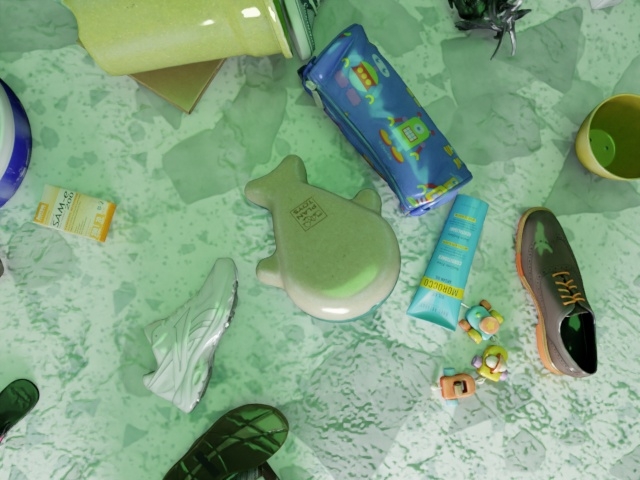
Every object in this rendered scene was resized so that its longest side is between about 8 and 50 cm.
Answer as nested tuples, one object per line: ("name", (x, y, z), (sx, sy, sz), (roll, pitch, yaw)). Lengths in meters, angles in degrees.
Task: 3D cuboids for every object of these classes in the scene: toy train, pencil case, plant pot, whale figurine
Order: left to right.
("plant pot", (-0.198, -0.346, 0.796), (0.254, 0.276, 0.276), (-17, 88, 5))
("whale figurine", (0.000, 0.000, 0.880), (0.216, 0.141, 0.272), (-37, 66, -7))
("pencil case", (0.093, -0.174, 0.887), (0.133, 0.119, 0.306), (-38, 91, -24))
("toy train", (0.235, 0.174, 0.918), (0.125, 0.046, 0.166), (-1, 87, -6))
("plant pot", (0.462, -0.155, 0.938), (0.134, 0.095, 0.134), (0, 87, -6))

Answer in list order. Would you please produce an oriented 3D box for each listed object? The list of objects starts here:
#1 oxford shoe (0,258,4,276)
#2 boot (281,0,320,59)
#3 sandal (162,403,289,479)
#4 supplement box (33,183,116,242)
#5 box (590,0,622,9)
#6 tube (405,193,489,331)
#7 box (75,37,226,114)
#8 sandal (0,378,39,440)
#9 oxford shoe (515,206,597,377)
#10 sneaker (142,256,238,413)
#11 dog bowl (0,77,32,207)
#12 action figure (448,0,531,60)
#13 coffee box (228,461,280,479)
("oxford shoe", (-0.555, 0.062, 0.842), (0.212, 0.076, 0.076), (-30, 60, -5))
("boot", (-0.018, -0.379, 0.914), (0.086, 0.069, 0.190), (-16, 86, -4))
("sandal", (-0.140, 0.314, 0.869), (0.219, 0.060, 0.090), (-43, 85, 7))
("supplement box", (-0.363, -0.040, 0.874), (0.098, 0.036, 0.062), (16, 84, -4))
("box", (0.449, -0.553, 0.893), (0.058, 0.232, 0.322), (-15, 88, -2))
("tube", (0.205, 0.032, 0.925), (0.080, 0.052, 0.207), (18, 87, 24))
("box", (-0.245, -0.315, 0.911), (0.201, 0.021, 0.164), (32, 84, -4))
("sandal", (-0.479, 0.274, 0.840), (0.067, 0.040, 0.179), (40, 83, -3))
("oxford shoe", (0.377, 0.076, 0.913), (0.097, 0.098, 0.271), (-14, 88, -7))
("sneaker", (-0.194, 0.126, 0.857), (0.115, 0.090, 0.232), (20, 84, -1))
("dog bowl", (-0.557, -0.147, 0.826), (0.265, 0.104, 0.265), (0, 86, -5))
("action figure", (0.261, -0.431, 0.914), (0.164, 0.141, 0.276), (-20, 87, -18))
("coffee box", (-0.142, 0.448, 0.835), (0.246, 0.098, 0.141), (-35, 91, -7))
